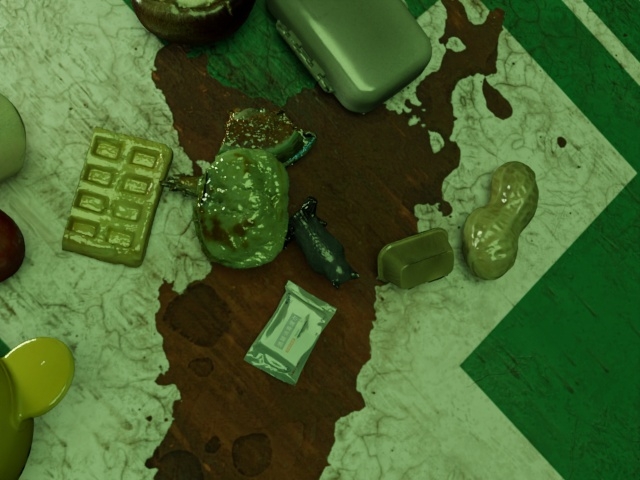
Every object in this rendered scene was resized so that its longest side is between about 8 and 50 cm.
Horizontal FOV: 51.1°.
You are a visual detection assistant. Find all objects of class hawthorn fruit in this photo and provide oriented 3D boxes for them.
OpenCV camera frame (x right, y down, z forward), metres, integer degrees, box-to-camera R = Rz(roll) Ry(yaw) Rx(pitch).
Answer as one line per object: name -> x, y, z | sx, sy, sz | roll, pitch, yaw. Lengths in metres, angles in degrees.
hawthorn fruit -> -0.645, 0.006, 1.251 | 0.173, 0.173, 0.172 | 2, 80, -12

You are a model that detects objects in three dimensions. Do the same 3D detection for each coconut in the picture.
coconut -> -0.674, -0.179, 1.241 | 0.224, 0.234, 0.224 | 5, 111, 12

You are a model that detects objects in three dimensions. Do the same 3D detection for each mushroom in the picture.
mushroom -> -0.274, -0.559, 1.442 | 0.278, 0.163, 0.297 | 45, 74, -10

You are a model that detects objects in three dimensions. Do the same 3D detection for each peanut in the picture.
peanut -> 0.407, -0.051, 1.517 | 0.136, 0.120, 0.298 | 32, 73, -10

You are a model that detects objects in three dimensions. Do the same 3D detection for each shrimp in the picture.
shrimp -> -0.254, -0.078, 1.410 | 0.178, 0.034, 0.124 | 1, 93, -31

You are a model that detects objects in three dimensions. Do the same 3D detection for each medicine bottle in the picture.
medicine bottle -> 0.065, -0.489, 1.518 | 0.282, 0.123, 0.375 | -38, 89, -17

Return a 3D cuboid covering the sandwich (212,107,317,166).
sandwich -> -0.119, -0.216, 1.451 | 0.235, 0.079, 0.159 | -1, 80, -12

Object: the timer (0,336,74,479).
timer -> -0.633, 0.292, 1.126 | 0.376, 0.376, 0.387 | 31, 65, -5

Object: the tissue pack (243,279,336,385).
tissue pack -> -0.062, 0.197, 1.417 | 0.123, 0.026, 0.193 | 31, 75, -5

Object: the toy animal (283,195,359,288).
toy animal -> 0.002, 0.001, 1.383 | 0.121, 0.117, 0.210 | -34, 54, -21

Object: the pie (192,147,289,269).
pie -> -0.166, -0.065, 1.353 | 0.201, 0.090, 0.247 | 1, 87, 5

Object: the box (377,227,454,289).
box -> 0.211, 0.040, 1.468 | 0.177, 0.111, 0.111 | -17, 84, -15

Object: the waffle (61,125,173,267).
waffle -> -0.415, -0.092, 1.376 | 0.168, 0.057, 0.274 | 15, 77, -10
